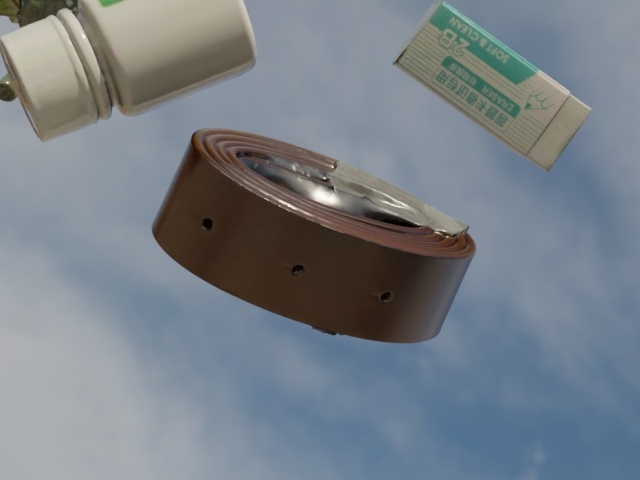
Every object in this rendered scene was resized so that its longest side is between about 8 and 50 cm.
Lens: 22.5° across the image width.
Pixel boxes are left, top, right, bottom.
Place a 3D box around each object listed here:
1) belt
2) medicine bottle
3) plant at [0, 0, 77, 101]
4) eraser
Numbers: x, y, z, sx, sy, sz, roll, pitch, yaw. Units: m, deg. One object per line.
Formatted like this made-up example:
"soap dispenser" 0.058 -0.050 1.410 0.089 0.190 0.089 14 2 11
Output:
"belt" 0.000 0.000 1.643 0.122 0.339 0.217 -64 -153 19
"medicine bottle" -0.195 -0.194 1.625 0.139 0.237 0.139 62 -11 22
"plant" -0.285 -0.267 1.968 0.306 0.297 0.261 -21 -29 35
"eraser" 0.200 -0.182 1.889 0.225 0.095 0.052 35 4 -9
